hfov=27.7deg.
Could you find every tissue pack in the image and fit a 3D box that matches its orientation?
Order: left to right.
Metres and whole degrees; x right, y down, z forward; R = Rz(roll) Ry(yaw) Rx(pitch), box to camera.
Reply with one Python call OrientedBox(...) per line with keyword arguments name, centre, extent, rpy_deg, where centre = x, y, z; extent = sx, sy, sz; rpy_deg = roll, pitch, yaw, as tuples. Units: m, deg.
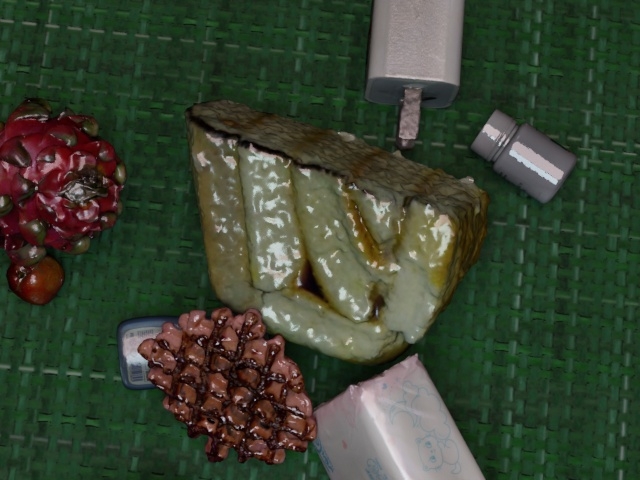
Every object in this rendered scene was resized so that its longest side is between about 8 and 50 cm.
OrientedBox(name="tissue pack", centre=(0.106, 0.298, 1.602), extent=(0.124, 0.201, 0.271), rpy_deg=(-23, 80, -31))

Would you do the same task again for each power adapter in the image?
OrientedBox(name="power adapter", centre=(0.123, -0.225, 1.733), extent=(0.125, 0.130, 0.204), rpy_deg=(5, 79, -1))

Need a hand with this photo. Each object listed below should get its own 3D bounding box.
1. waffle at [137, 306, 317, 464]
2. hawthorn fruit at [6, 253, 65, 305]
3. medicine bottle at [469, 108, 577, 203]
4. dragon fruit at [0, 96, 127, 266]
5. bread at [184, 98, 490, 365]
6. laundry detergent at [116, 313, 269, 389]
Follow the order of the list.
OrientedBox(name="waffle", centre=(-0.109, 0.186, 1.614), extent=(0.221, 0.055, 0.234), rpy_deg=(-20, 109, 34))
OrientedBox(name="hawthorn fruit", centre=(-0.375, 0.048, 1.696), extent=(0.077, 0.077, 0.077), rpy_deg=(0, 80, -2))
OrientedBox(name="medicine bottle", centre=(0.272, -0.115, 1.745), extent=(0.130, 0.080, 0.080), rpy_deg=(35, 81, 4))
OrientedBox(name="dragon fruit", centre=(-0.384, -0.075, 1.657), extent=(0.273, 0.198, 0.218), rpy_deg=(-6, 89, -2))
OrientedBox(name="bread", centre=(-0.009, 0.001, 1.620), extent=(0.395, 0.239, 0.264), rpy_deg=(19, 110, 10))
OrientedBox(name="laundry detergent", centre=(-0.159, 0.140, 1.694), extent=(0.206, 0.061, 0.096), rpy_deg=(-5, 83, -3))
